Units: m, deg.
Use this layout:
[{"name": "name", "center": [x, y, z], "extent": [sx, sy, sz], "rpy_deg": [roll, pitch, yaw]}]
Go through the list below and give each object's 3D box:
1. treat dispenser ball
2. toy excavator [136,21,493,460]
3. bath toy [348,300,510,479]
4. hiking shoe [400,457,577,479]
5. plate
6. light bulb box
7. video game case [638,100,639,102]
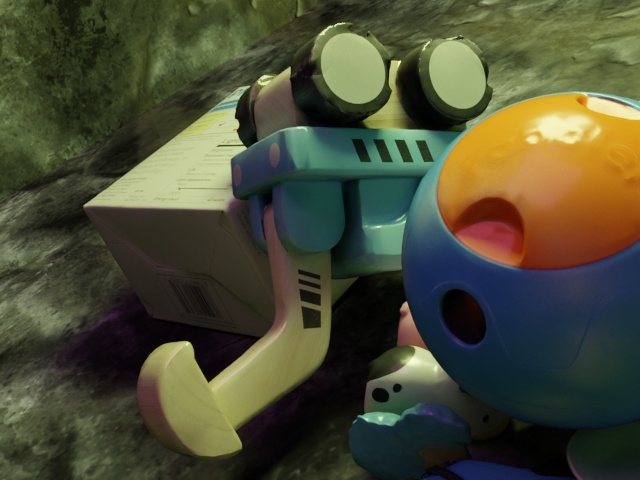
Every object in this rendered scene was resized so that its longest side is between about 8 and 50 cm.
[{"name": "treat dispenser ball", "center": [0.214, 0.017, 0.777], "extent": [0.288, 0.288, 0.288], "rpy_deg": [-21, 27, 11]}, {"name": "toy excavator", "center": [0.000, 0.000, 1.033], "extent": [0.433, 0.445, 0.222], "rpy_deg": [-3, -7, -28]}, {"name": "bath toy", "center": [0.144, 0.100, 0.967], "extent": [0.151, 0.129, 0.348], "rpy_deg": [18, 40, 8]}, {"name": "hiking shoe", "center": [0.091, 0.254, 0.775], "extent": [0.304, 0.113, 0.132], "rpy_deg": [-5, 24, 19]}, {"name": "plate", "center": [0.292, 0.191, 0.722], "extent": [0.188, 0.024, 0.188], "rpy_deg": [1, 17, 0]}, {"name": "light bulb box", "center": [-0.086, -0.062, 1.353], "extent": [0.358, 0.225, 0.361], "rpy_deg": [4, 39, 46]}, {"name": "video game case", "center": [0.435, -0.144, 1.274], "extent": [0.143, 0.019, 0.157], "rpy_deg": [-25, 27, 3]}]
